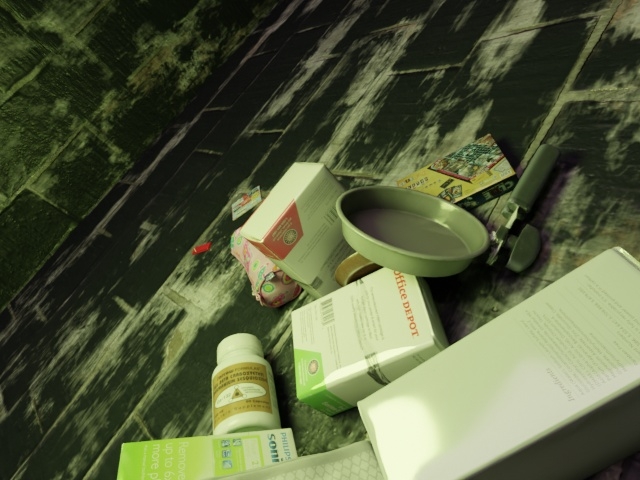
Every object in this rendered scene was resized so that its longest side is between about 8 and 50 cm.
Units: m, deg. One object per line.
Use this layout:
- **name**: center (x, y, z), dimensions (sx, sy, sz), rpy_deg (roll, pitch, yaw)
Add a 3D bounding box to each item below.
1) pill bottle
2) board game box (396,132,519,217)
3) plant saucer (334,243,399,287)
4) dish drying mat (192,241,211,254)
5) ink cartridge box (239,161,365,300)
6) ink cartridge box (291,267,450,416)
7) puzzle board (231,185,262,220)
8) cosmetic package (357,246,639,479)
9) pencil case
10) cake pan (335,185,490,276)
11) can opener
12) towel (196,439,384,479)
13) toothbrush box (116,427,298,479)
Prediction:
- **pill bottle**: center (-0.161, 0.315, 0.921), dimensions (0.131, 0.131, 0.229), rpy_deg (-34, 38, 11)
- **board game box**: center (0.306, -0.131, 1.007), dimensions (0.243, 0.042, 0.165), rpy_deg (-26, 40, 21)
- **plant saucer**: center (0.114, 0.066, 0.893), dimensions (0.169, 0.168, 0.029), rpy_deg (-28, 54, 18)
- **dish drying mat**: center (-0.415, 0.028, 1.529), dimensions (0.083, 0.008, 0.032), rpy_deg (-17, 43, 31)
- **ink cartridge box**: center (0.000, 0.000, 0.958), dimensions (0.207, 0.283, 0.117), rpy_deg (-53, 34, -13)
- **ink cartridge box**: center (0.090, 0.183, 0.835), dimensions (0.273, 0.115, 0.198), rpy_deg (-28, 41, 19)
- **puzzle board**: center (-0.263, -0.134, 1.548), dimensions (0.128, 0.011, 0.096), rpy_deg (-33, 38, 13)
- **cosmetic package**: center (0.271, 0.213, 0.566), dimensions (0.385, 0.217, 0.156), rpy_deg (-33, 39, 10)
- **pencil case**: center (-0.155, 0.062, 1.169), dimensions (0.124, 0.124, 0.284), rpy_deg (-42, 38, 1)
- **cake pan**: center (0.170, -0.024, 0.843), dimensions (0.294, 0.054, 0.293), rpy_deg (8, 30, -5)
- **can opener**: center (0.399, -0.060, 0.849), dimensions (0.093, 0.074, 0.280), rpy_deg (26, 72, 15)
- **towel**: center (-0.009, 0.428, 0.563), dimensions (0.317, 0.332, 0.053), rpy_deg (-126, 40, -53)
- **toothbrush box**: center (-0.171, 0.429, 0.686), dimensions (0.206, 0.284, 0.122), rpy_deg (-115, 34, -56)
